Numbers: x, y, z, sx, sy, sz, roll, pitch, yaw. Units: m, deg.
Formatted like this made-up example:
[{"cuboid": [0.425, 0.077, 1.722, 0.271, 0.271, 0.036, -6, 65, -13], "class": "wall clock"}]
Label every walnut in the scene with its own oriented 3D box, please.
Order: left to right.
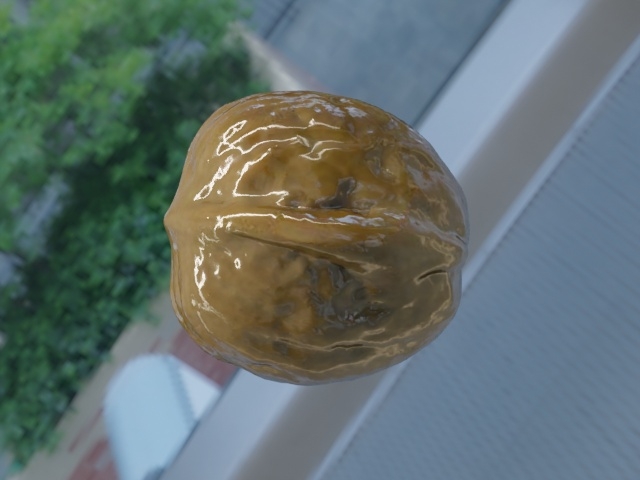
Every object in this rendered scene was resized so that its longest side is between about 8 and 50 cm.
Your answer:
[{"cuboid": [0.000, 0.000, 0.878, 0.166, 0.166, 0.149, -58, 15, -8], "class": "walnut"}]
